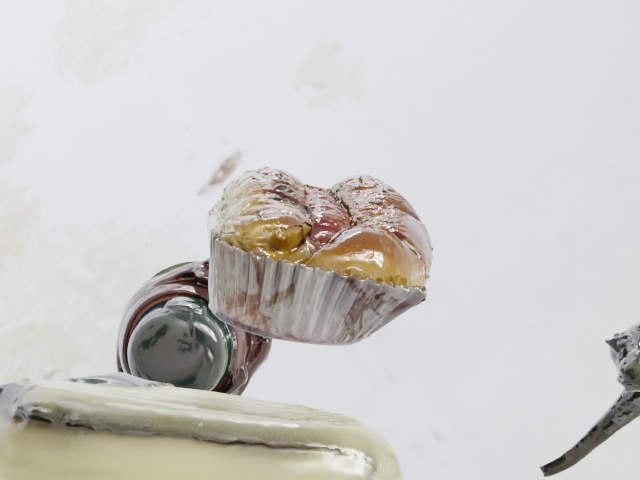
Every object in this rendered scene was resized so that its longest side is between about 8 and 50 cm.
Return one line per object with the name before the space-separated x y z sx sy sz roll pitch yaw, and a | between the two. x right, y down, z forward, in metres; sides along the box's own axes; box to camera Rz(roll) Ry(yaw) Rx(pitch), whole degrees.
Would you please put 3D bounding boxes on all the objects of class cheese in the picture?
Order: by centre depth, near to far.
cheese | 0.000 0.089 0.426 0.252 0.127 0.054 5 -90 27

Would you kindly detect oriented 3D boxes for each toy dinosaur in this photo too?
toy dinosaur | 0.189 0.078 0.732 0.179 0.187 0.087 -18 -118 25

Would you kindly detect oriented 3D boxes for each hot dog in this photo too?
hot dog | 0.000 0.000 0.725 0.268 0.144 0.075 -98 -162 -79

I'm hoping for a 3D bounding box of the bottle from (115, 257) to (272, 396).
bottle | -0.117 0.088 1.089 0.143 0.271 0.156 11 -88 -3
